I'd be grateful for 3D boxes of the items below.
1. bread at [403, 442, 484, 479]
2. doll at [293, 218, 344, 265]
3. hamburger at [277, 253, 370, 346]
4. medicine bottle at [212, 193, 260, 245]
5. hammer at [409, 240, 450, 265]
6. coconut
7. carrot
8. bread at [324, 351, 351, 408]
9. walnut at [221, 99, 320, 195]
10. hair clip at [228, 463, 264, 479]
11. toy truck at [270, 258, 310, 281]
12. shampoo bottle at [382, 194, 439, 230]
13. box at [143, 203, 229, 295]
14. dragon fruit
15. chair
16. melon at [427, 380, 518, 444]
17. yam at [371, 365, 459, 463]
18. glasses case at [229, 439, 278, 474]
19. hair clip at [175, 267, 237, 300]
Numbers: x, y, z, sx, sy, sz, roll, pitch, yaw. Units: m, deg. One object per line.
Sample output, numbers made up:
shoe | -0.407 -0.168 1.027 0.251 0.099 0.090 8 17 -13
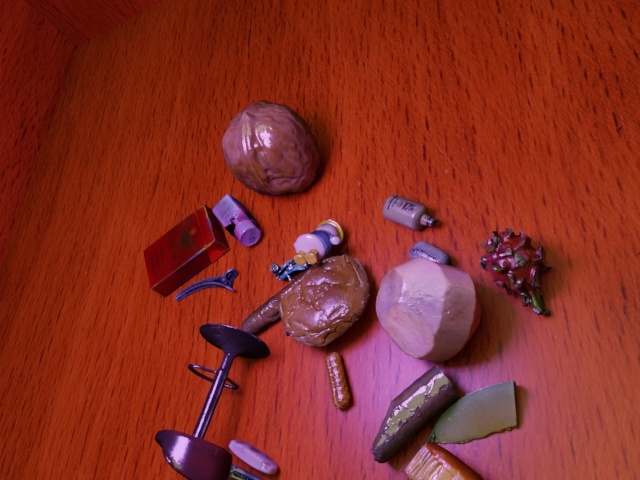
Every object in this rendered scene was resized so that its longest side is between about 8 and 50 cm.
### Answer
bread | 0.287 0.529 1.105 0.190 0.132 0.114 38 89 35
doll | 0.001 0.001 1.526 0.099 0.241 0.135 48 120 6
hamburger | 0.018 0.194 1.452 0.309 0.132 0.211 -37 48 7
medicine bottle | -0.287 -0.065 1.785 0.094 0.119 0.188 -45 51 3
hammer | 0.269 0.103 1.396 0.116 0.069 0.194 32 92 38
coconut | 0.276 0.167 1.255 0.259 0.259 0.259 -14 59 25
carrot | -0.110 0.179 1.583 0.342 0.070 0.070 -40 51 5
bread | 0.046 0.381 1.389 0.052 0.044 0.157 -30 52 23
walnut | -0.169 -0.305 1.700 0.306 0.344 0.306 -16 49 19
hair clip | -0.203 0.652 1.398 0.229 0.070 0.039 8 70 27
toy truck | -0.075 0.085 1.607 0.154 0.080 0.078 -29 71 16
shampoo bottle | 0.263 -0.075 1.477 0.162 0.079 0.079 26 81 39
box | -0.502 0.036 1.884 0.313 0.089 0.197 -35 50 12
dragon fruit | 0.491 0.075 1.236 0.137 0.135 0.236 -43 72 6
chair | -0.304 0.454 1.400 0.226 0.226 0.401 -5 51 30
melon | 0.359 0.421 1.189 0.261 0.053 0.114 -35 70 16
yam | 0.215 0.419 1.229 0.259 0.106 0.106 -42 51 4
glasses case | -0.186 0.598 1.404 0.164 0.063 0.041 15 77 37
hair clip | -0.406 0.165 1.792 0.275 0.048 0.083 -16 59 30
